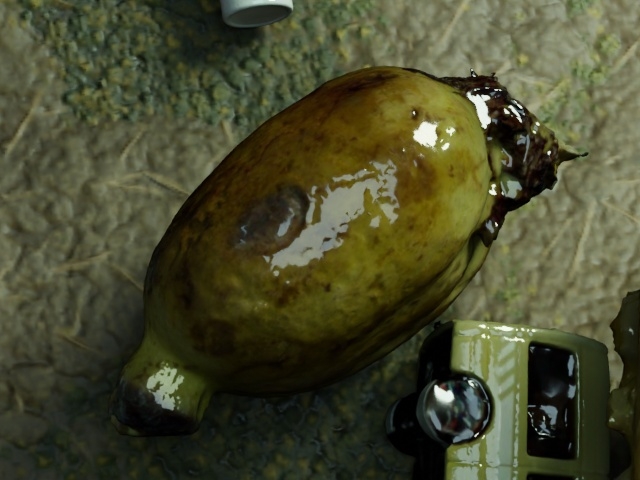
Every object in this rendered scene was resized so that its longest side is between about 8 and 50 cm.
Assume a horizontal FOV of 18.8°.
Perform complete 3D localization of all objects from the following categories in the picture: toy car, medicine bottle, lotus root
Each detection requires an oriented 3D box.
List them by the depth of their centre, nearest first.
[{"bbox_3d":[0.000,0.000,1.106,0.314,0.169,0.141,-37,69,-9],"label":"lotus root"},{"bbox_3d":[0.104,0.177,1.112,0.124,0.101,0.257,5,77,-9],"label":"toy car"},{"bbox_3d":[-0.045,-0.181,1.198,0.052,0.052,0.089,-8,80,-5],"label":"medicine bottle"}]

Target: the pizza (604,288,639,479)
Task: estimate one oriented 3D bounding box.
[{"bbox_3d":[0.208,0.111,1.090,0.089,0.223,0.323,-1,77,23],"label":"pizza"}]
